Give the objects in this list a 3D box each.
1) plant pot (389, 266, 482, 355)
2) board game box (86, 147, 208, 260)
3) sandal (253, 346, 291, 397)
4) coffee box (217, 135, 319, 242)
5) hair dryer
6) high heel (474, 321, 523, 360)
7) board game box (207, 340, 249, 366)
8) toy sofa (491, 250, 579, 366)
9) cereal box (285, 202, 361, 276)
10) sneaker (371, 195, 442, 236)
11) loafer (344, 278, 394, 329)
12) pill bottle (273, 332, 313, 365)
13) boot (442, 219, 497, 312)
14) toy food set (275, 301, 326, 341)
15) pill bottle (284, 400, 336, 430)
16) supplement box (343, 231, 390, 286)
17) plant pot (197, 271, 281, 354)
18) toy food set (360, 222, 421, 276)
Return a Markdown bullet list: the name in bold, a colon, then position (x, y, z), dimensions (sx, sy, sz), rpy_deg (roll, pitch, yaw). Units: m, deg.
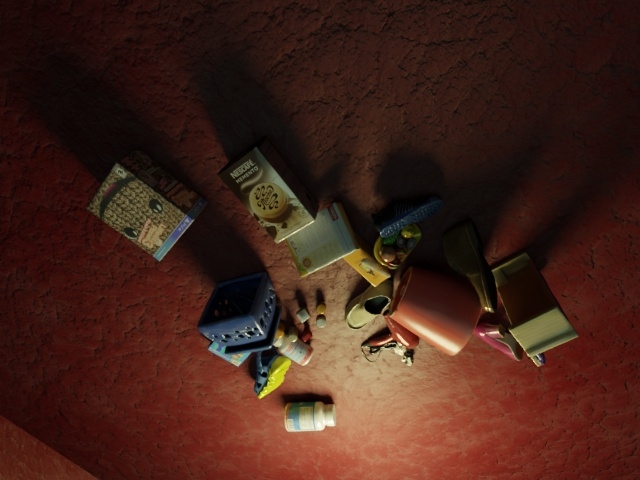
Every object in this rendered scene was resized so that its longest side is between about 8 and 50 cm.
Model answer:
- **plant pot**: position (0.386, 0.222, 1.446), dimensions (0.243, 0.275, 0.275), rpy_deg (24, 121, 4)
- **board game box**: position (-0.581, -0.118, 1.416), dimensions (0.291, 0.141, 0.232), rpy_deg (39, 117, -15)
- **sandal**: position (-0.227, 0.560, 1.804), dimensions (0.138, 0.126, 0.317), rpy_deg (43, 130, 22)
- **coffee box**: position (-0.161, -0.161, 1.352), dimensions (0.168, 0.119, 0.297), rpy_deg (-30, 113, 23)
- **hair dryer**: position (0.274, 0.393, 1.650), dimensions (0.224, 0.080, 0.293), rpy_deg (3, 120, 6)
- **high heel**: position (0.686, 0.394, 1.619), dimensions (0.244, 0.082, 0.117), rpy_deg (38, 151, -30)
- **board game box**: position (-0.357, 0.425, 1.764), dimensions (0.160, 0.047, 0.210), rpy_deg (34, 119, -13)
- **toy sofa**: position (0.671, 0.206, 1.329), dimensions (0.150, 0.362, 0.177), rpy_deg (-35, 104, 23)
- **cereal box**: position (0.000, 0.000, 1.410), dimensions (0.240, 0.047, 0.173), rpy_deg (-27, 81, 28)
- **sneaker**: position (0.277, -0.099, 1.361), dimensions (0.232, 0.090, 0.081), rpy_deg (-25, 145, -5)
- **loafer**: position (0.176, 0.251, 1.570), dimensions (0.102, 0.092, 0.268), rpy_deg (29, 120, -10)
- **pill bottle**: position (-0.115, 0.438, 1.719), dimensions (0.160, 0.087, 0.087), rpy_deg (35, 118, -14)
- **boot**: position (0.485, 0.093, 1.352), dimensions (0.115, 0.305, 0.112), rpy_deg (-23, 152, 27)
- **toy food set**: position (-0.066, 0.323, 1.660), dimensions (0.232, 0.104, 0.111), rpy_deg (-35, 98, 5)
- **pill bottle**: position (-0.044, 0.798, 1.903), dimensions (0.222, 0.124, 0.124), rpy_deg (-6, 119, 10)
- **supplement box**: position (0.142, 0.054, 1.468), dimensions (0.233, 0.080, 0.078), rpy_deg (43, 117, -16)
- **plant pot**: position (-0.281, 0.287, 1.570), dimensions (0.236, 0.236, 0.212), rpy_deg (-14, 123, 19)
- **toy food set**: position (0.252, 0.028, 1.397), dimensions (0.128, 0.071, 0.218), rpy_deg (37, 94, -17)
